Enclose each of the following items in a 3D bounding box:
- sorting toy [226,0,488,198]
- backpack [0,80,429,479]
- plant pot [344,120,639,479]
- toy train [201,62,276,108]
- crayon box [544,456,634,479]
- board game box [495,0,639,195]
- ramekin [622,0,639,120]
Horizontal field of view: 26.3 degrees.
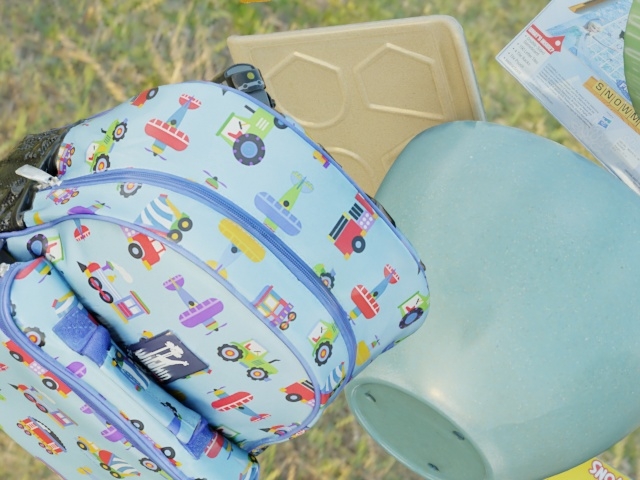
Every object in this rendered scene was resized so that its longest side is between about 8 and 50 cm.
[{"bbox_3d":[0.032,-0.139,1.185,0.229,0.307,0.041,1,39,28],"label":"sorting toy"},{"bbox_3d":[-0.053,0.023,0.527,0.158,0.173,0.117,48,54,-22],"label":"backpack"},{"bbox_3d":[0.127,0.080,1.064,0.290,0.290,0.195,36,64,8],"label":"plant pot"},{"bbox_3d":[-0.063,-0.071,0.759,0.027,0.158,0.036,-17,91,-23],"label":"toy train"},{"bbox_3d":[0.279,0.419,1.678,0.363,0.106,0.313,33,72,-9],"label":"crayon box"},{"bbox_3d":[0.415,-0.202,1.502,0.318,0.318,0.066,48,11,14],"label":"board game box"},{"bbox_3d":[0.429,-0.173,1.257,0.303,0.303,0.148,14,14,-14],"label":"ramekin"}]
